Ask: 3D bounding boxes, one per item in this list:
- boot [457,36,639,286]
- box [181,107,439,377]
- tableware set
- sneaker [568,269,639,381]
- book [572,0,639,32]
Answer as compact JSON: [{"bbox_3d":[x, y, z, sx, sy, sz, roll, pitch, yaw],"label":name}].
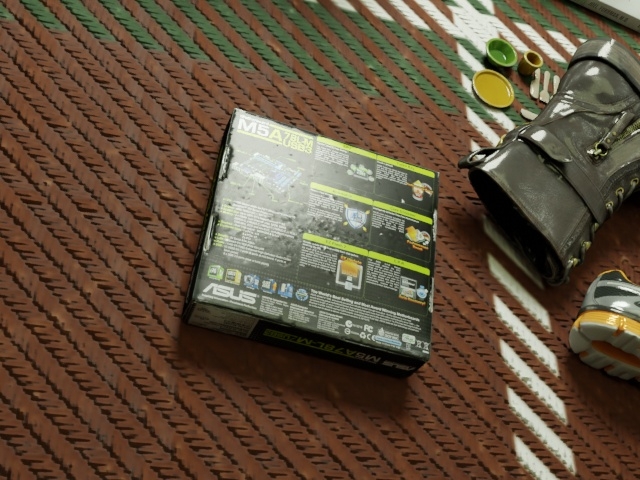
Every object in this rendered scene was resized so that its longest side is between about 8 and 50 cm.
[{"bbox_3d":[0.270,-0.044,0.804,0.263,0.091,0.229,42,65,-6],"label":"boot"},{"bbox_3d":[0.000,0.000,0.682,0.190,0.045,0.184,15,55,-13],"label":"box"},{"bbox_3d":[0.202,-0.139,0.857,0.104,0.024,0.154,21,57,-10],"label":"tableware set"},{"bbox_3d":[0.324,0.094,0.742,0.215,0.084,0.083,27,50,-5],"label":"sneaker"},{"bbox_3d":[0.327,-0.312,1.006,0.144,0.035,0.096,19,60,-13],"label":"book"}]
